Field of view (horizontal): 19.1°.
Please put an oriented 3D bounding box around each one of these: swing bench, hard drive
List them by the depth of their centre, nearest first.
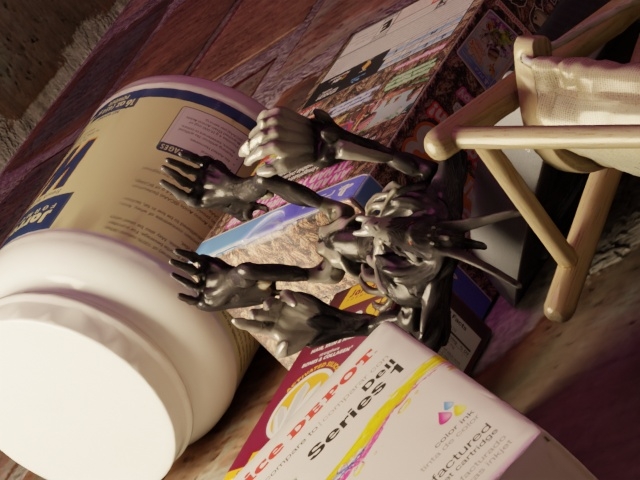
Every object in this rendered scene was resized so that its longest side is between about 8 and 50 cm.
[{"bbox_3d":[0.243,-0.087,1.047,0.253,0.165,0.255,4,50,49],"label":"swing bench"},{"bbox_3d":[0.163,-0.079,1.276,0.172,0.054,0.255,-54,-16,-25],"label":"hard drive"}]

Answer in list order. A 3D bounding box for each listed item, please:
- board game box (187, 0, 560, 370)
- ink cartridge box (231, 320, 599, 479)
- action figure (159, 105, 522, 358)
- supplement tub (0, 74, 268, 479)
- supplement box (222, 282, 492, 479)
[{"bbox_3d":[0.069,-0.058,1.510,0.232,0.141,0.291,-21,29,53],"label":"board game box"},{"bbox_3d":[0.044,0.177,1.074,0.201,0.117,0.278,-46,17,-3],"label":"ink cartridge box"},{"bbox_3d":[0.000,0.000,1.250,0.275,0.141,0.164,-1,86,47],"label":"action figure"},{"bbox_3d":[-0.154,0.035,1.649,0.235,0.235,0.325,-30,23,41],"label":"supplement tub"},{"bbox_3d":[0.027,0.114,1.316,0.104,0.081,0.188,-25,26,49],"label":"supplement box"}]
